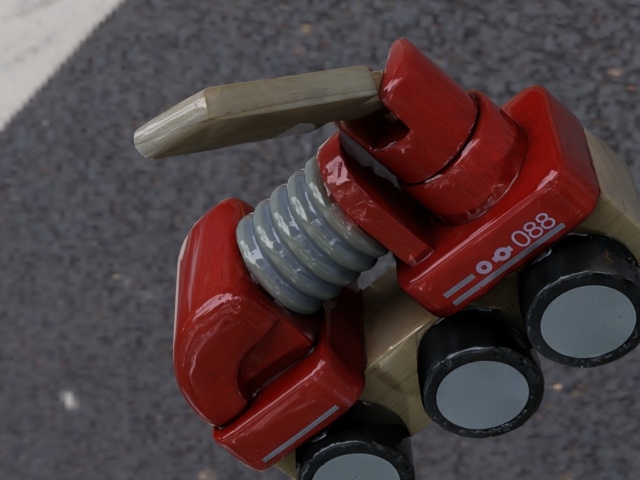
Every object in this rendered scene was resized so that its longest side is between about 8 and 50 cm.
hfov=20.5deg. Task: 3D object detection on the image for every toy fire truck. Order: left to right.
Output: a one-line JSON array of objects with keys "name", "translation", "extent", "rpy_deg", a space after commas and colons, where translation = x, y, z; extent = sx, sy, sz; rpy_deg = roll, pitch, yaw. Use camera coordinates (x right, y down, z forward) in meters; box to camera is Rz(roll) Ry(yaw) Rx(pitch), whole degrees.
[{"name": "toy fire truck", "translation": [0.000, 0.000, 0.789], "extent": [0.217, 0.246, 0.158], "rpy_deg": [-38, 30, 24]}]
